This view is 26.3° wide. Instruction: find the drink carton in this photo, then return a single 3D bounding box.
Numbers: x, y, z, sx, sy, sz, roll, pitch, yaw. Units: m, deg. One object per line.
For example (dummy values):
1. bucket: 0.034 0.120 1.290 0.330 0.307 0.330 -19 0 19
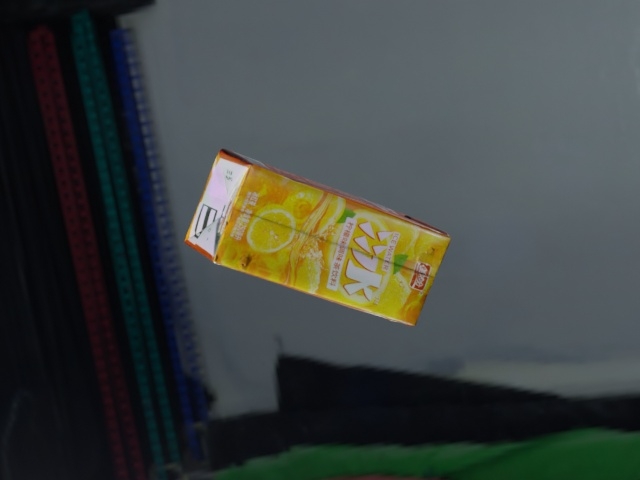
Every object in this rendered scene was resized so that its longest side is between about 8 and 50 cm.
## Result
1. drink carton: 0.000 0.000 1.240 0.222 0.096 0.071 18 -174 -30
